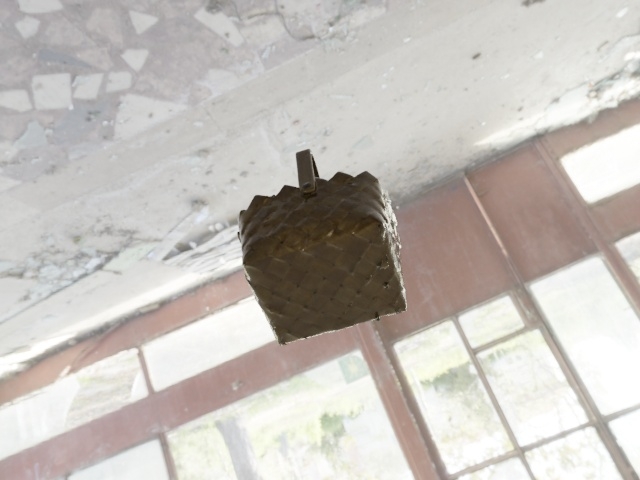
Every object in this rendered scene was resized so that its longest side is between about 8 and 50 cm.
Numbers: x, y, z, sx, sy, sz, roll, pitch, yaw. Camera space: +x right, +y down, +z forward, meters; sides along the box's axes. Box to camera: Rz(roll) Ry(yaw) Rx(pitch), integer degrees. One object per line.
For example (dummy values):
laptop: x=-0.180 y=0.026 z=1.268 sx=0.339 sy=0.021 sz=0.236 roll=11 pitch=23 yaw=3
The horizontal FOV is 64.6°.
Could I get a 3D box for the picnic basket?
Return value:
picnic basket: x=0.000 y=0.000 z=0.943 sx=0.291 sy=0.321 sz=0.254 roll=-15 pitch=125 yaw=6
